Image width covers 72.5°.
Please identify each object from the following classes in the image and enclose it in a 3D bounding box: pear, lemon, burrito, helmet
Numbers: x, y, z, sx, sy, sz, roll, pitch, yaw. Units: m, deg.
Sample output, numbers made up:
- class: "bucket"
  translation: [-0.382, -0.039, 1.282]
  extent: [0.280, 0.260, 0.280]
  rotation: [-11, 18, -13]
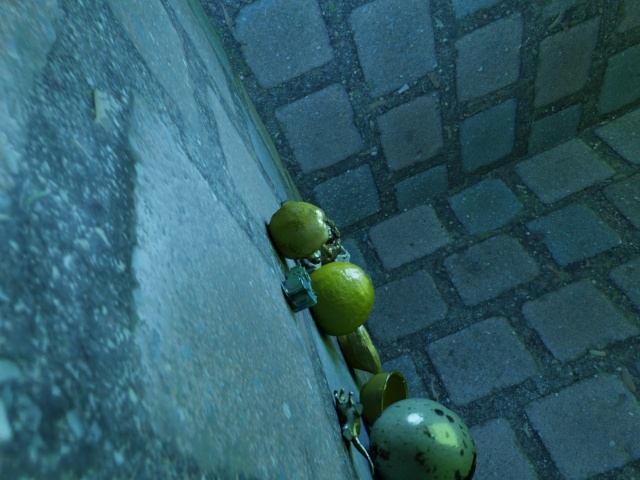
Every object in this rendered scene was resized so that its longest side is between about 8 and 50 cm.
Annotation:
- class: "pear"
  translation: [-0.060, -0.031, 1.285]
  extent: [0.178, 0.178, 0.178]
  rotation: [-24, 90, -87]
- class: "lemon"
  translation: [0.074, 0.184, 1.457]
  extent: [0.240, 0.219, 0.240]
  rotation: [61, 3, -6]
- class: "burrito"
  translation: [-0.035, 0.088, 1.634]
  extent: [0.226, 0.086, 0.060]
  rotation: [-99, 170, -69]
- class: "helmet"
  translation: [0.206, 0.570, 1.510]
  extent: [0.205, 0.140, 0.257]
  rotation: [-9, 95, -54]

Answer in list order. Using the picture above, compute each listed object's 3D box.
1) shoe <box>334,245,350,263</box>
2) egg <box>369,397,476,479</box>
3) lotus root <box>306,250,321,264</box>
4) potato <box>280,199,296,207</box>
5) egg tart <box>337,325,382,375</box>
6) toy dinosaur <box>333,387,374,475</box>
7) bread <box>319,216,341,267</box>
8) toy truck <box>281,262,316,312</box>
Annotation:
- class: "shoe"
  translation: [0.083, 0.132, 2.145]
  extent: [0.342, 0.132, 0.210]
  rotation: [63, -31, 14]
- class: "egg"
  translation: [0.296, 0.614, 1.286]
  extent: [0.379, 0.287, 0.288]
  rotation: [35, 20, -32]
- class: "lotus root"
  translation: [-0.058, -0.009, 1.564]
  extent: [0.138, 0.138, 0.214]
  rotation: [60, 8, -64]
- class: "potato"
  translation: [-0.101, -0.093, 1.903]
  extent: [0.200, 0.081, 0.164]
  rotation: [65, 3, 24]
- class: "egg tart"
  translation: [0.147, 0.420, 1.794]
  extent: [0.319, 0.128, 0.319]
  rotation: [-23, 90, -89]
- class: "toy dinosaur"
  translation: [0.070, 0.451, 1.046]
  extent: [0.142, 0.057, 0.212]
  rotation: [99, -16, -59]
- class: "bread"
  translation: [0.000, 0.000, 1.807]
  extent: [0.230, 0.123, 0.230]
  rotation: [17, 68, -49]
- class: "toy truck"
  translation: [-0.061, 0.105, 1.139]
  extent: [0.175, 0.067, 0.081]
  rotation: [-108, 173, -62]
